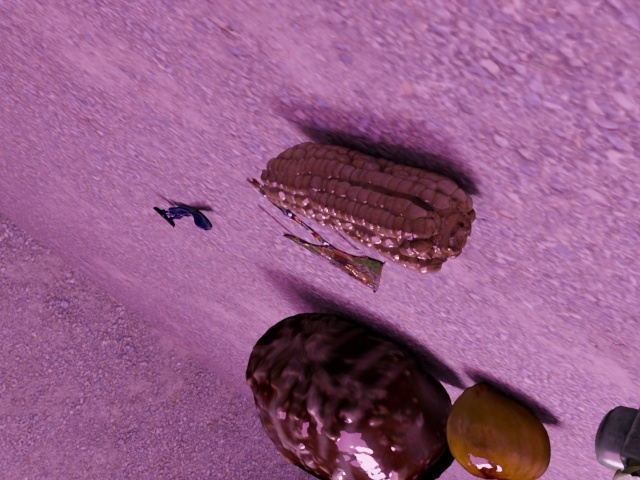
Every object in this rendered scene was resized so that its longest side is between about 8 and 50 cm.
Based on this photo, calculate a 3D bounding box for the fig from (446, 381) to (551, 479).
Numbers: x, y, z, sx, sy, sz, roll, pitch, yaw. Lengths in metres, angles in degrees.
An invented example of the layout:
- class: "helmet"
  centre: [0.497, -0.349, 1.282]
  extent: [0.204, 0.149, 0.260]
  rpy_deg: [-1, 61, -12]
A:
- class: "fig"
  centre: [0.243, 0.276, 1.426]
  extent: [0.153, 0.121, 0.136]
  rpy_deg: [37, 161, -16]

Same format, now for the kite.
- class: "kite"
  centre: [0.000, 0.000, 1.246]
  extent: [0.244, 0.006, 0.198]
  rpy_deg: [42, 163, -34]

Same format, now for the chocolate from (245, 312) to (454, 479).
- class: "chocolate"
  centre: [0.029, 0.230, 1.548]
  extent: [0.340, 0.225, 0.210]
  rpy_deg: [21, 154, 37]

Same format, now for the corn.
- class: "corn"
  centre: [0.040, -0.039, 0.897]
  extent: [0.211, 0.087, 0.087]
  rpy_deg: [28, 167, 42]

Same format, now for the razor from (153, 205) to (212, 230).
- class: "razor"
  centre: [-0.190, -0.035, 1.485]
  extent: [0.044, 0.028, 0.154]
  rpy_deg: [45, 163, -28]

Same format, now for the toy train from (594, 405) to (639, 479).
- class: "toy train"
  centre: [0.360, 0.205, 0.830]
  extent: [0.271, 0.159, 0.188]
  rpy_deg: [11, 146, 37]
